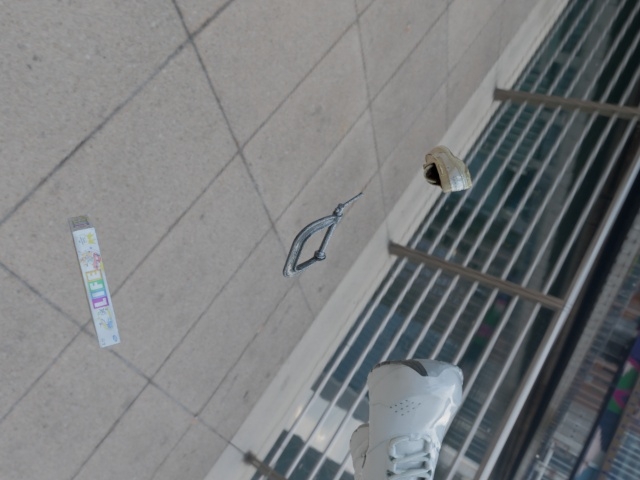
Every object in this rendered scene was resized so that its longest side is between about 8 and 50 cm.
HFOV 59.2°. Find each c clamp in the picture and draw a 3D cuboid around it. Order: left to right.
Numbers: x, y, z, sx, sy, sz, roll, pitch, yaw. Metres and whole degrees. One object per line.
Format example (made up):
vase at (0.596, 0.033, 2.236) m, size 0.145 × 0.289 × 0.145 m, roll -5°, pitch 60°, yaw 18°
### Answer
c clamp at (0.000, 0.000, 0.930) m, size 0.137 × 0.022 × 0.160 m, roll -25°, pitch 153°, yaw -41°

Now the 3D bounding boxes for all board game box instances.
board game box at (-0.298, 0.050, 0.738) m, size 0.026 × 0.103 × 0.154 m, roll -14°, pitch 107°, yaw -24°

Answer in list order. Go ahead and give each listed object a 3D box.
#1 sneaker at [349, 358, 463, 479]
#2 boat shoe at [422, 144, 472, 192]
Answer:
sneaker at (0.099, 0.239, 0.639) m, size 0.129 × 0.111 × 0.297 m, roll -87°, pitch -178°, yaw -46°
boat shoe at (0.213, -0.127, 1.010) m, size 0.059 × 0.170 × 0.063 m, roll -20°, pitch 111°, yaw -1°
